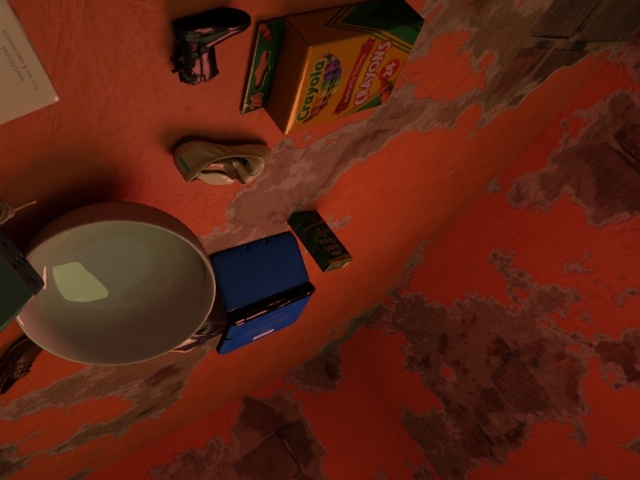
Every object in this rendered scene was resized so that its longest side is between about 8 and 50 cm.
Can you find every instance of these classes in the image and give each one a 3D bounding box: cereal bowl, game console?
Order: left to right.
[{"bbox_3d":[-0.373,0.065,0.986,0.338,0.141,0.339,-11,129,-14],"label":"cereal bowl"},{"bbox_3d":[-0.178,0.146,1.496,0.293,0.173,0.250,-17,148,-41],"label":"game console"}]

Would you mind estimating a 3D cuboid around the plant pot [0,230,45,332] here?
[{"bbox_3d":[-0.536,0.095,0.759,0.234,0.166,0.165,-35,-164,-12],"label":"plant pot"}]

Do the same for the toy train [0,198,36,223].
[{"bbox_3d":[-0.507,-0.057,0.668,0.248,0.105,0.143,-30,143,-30],"label":"toy train"}]

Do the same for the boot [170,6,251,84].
[{"bbox_3d":[-0.162,-0.283,0.789,0.121,0.045,0.099,-21,153,-21],"label":"boot"}]

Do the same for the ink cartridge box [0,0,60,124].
[{"bbox_3d":[-0.430,-0.144,0.417,0.353,0.207,0.119,-29,157,-18],"label":"ink cartridge box"}]

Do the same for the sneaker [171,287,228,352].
[{"bbox_3d":[-0.339,0.225,1.510,0.321,0.126,0.127,-10,145,-37],"label":"sneaker"}]

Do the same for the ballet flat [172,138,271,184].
[{"bbox_3d":[-0.172,-0.142,1.031,0.248,0.086,0.086,-10,147,-52],"label":"ballet flat"}]

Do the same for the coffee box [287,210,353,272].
[{"bbox_3d":[0.000,0.000,1.475,0.113,0.184,0.040,-9,147,-52],"label":"coffee box"}]

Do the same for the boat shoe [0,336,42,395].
[{"bbox_3d":[-0.658,0.272,1.172,0.178,0.060,0.064,-41,160,12],"label":"boat shoe"}]

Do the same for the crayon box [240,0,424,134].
[{"bbox_3d":[0.021,-0.313,0.973,0.318,0.081,0.202,-24,157,-29],"label":"crayon box"}]
